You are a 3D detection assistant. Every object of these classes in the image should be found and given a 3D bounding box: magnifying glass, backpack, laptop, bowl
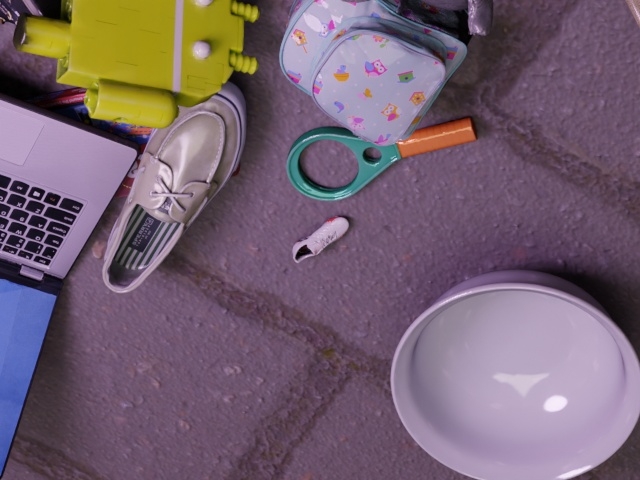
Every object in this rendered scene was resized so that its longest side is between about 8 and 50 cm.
[{"bbox_3d":[0.070,-0.104,1.961,0.231,0.026,0.092,-14,118,16],"label":"magnifying glass"},{"bbox_3d":[0.049,-0.208,1.832,0.188,0.144,0.166,31,127,-7],"label":"backpack"},{"bbox_3d":[-0.468,0.030,1.947,0.382,0.236,0.408,20,133,-20],"label":"laptop"},{"bbox_3d":[0.239,0.142,2.023,0.297,0.134,0.298,4,123,7],"label":"bowl"}]

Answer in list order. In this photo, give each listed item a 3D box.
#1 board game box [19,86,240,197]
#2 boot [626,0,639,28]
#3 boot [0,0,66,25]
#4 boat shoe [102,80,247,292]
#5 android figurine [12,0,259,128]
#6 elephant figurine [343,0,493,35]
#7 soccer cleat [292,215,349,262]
[{"bbox_3d":[-0.250,-0.119,1.999,0.281,0.027,0.145,-10,121,14],"label":"board game box"},{"bbox_3d":[0.459,-0.227,1.778,0.203,0.095,0.262,-33,105,24],"label":"boot"},{"bbox_3d":[-0.359,-0.252,1.873,0.236,0.085,0.178,48,128,2],"label":"boot"},{"bbox_3d":[-0.170,-0.056,1.953,0.109,0.094,0.302,23,126,-9],"label":"boat shoe"},{"bbox_3d":[-0.192,-0.239,1.809,0.272,0.248,0.056,10,162,-24],"label":"android figurine"},{"bbox_3d":[0.061,-0.326,1.731,0.239,0.186,0.169,8,106,-8],"label":"elephant figurine"},{"bbox_3d":[0.000,0.000,2.029,0.083,0.036,0.029,-30,113,24],"label":"soccer cleat"}]
